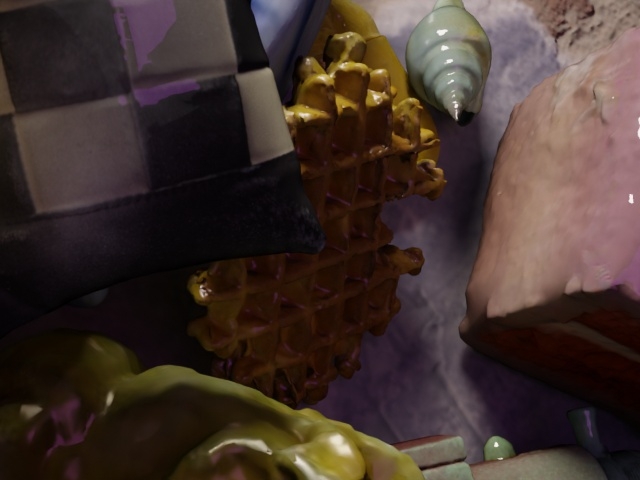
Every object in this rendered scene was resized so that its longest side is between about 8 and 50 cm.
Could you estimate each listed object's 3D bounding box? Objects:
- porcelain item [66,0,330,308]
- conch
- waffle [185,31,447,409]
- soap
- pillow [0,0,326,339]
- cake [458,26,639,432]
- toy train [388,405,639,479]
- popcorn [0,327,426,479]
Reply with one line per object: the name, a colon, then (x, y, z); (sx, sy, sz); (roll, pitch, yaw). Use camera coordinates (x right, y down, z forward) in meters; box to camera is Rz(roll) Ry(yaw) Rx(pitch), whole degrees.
porcelain item: (-0.112, -0.171, 0.700); (0.242, 0.178, 0.405); (36, 70, -16)
conch: (0.109, -0.136, 0.861); (0.088, 0.065, 0.180); (44, 32, -24)
waffle: (0.000, 0.000, 0.729); (0.231, 0.051, 0.229); (-55, 146, -18)
soap: (0.033, -0.117, 0.848); (0.089, 0.033, 0.168); (-32, 92, -39)
pillow: (-0.106, -0.090, 0.543); (0.186, 0.106, 0.250); (-13, 97, -16)
cake: (0.281, 0.011, 0.829); (0.309, 0.237, 0.230); (27, 67, -18)
toy train: (0.141, 0.236, 0.760); (0.304, 0.150, 0.221); (-5, 74, -26)
popcorn: (-0.083, 0.185, 0.618); (0.286, 0.174, 0.225); (17, 80, 14)
